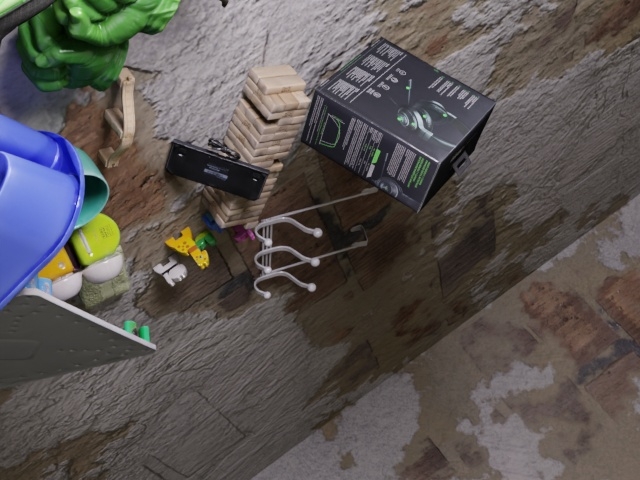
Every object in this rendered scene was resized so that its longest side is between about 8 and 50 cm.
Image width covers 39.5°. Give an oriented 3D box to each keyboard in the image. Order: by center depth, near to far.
[{"bbox_3d":[-0.182,-0.137,1.601,0.180,0.023,0.108,17,136,-10],"label":"keyboard"}]

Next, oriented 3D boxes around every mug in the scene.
[{"bbox_3d":[-0.428,-0.088,1.411,0.158,0.097,0.129,-10,142,-42],"label":"mug"}]

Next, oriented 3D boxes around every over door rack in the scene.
[{"bbox_3d":[0.000,0.000,2.049,0.324,0.108,0.239,-27,151,-22],"label":"over door rack"}]

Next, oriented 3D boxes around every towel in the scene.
[{"bbox_3d":[-0.427,0.074,1.731,0.110,0.027,0.148,-26,150,-21],"label":"towel"}]

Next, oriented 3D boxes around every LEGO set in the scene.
[{"bbox_3d":[-0.232,0.015,1.805,0.227,0.093,0.087,-35,152,-7],"label":"LEGO set"}]

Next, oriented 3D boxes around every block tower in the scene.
[{"bbox_3d":[-0.127,-0.164,1.668,0.097,0.091,0.335,-14,143,-38],"label":"block tower"}]

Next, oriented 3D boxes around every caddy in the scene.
[{"bbox_3d":[-0.492,-0.027,1.277,0.341,0.241,0.179,-42,146,8],"label":"caddy"}]

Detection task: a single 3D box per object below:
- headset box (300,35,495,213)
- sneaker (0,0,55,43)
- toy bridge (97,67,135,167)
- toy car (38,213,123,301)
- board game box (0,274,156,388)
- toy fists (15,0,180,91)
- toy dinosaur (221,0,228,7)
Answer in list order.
[{"bbox_3d":[0.153,-0.215,1.644,0.246,0.283,0.131,-47,163,-42],"label":"headset box"},{"bbox_3d":[-0.482,-0.225,1.088,0.483,0.185,0.202,-34,161,13],"label":"sneaker"},{"bbox_3d":[-0.321,-0.187,1.426,0.026,0.063,0.188,-17,146,-36],"label":"toy bridge"},{"bbox_3d":[-0.438,0.015,1.532,0.182,0.159,0.136,-26,-175,-24],"label":"toy car"},{"bbox_3d":[-0.544,0.166,1.523,0.390,0.050,0.390,-15,156,14],"label":"board game box"},{"bbox_3d":[-0.309,-0.286,1.189,0.142,0.096,0.279,9,153,-38],"label":"toy fists"},{"bbox_3d":[-0.213,-0.421,1.188,0.160,0.121,0.313,-26,158,2],"label":"toy dinosaur"}]
